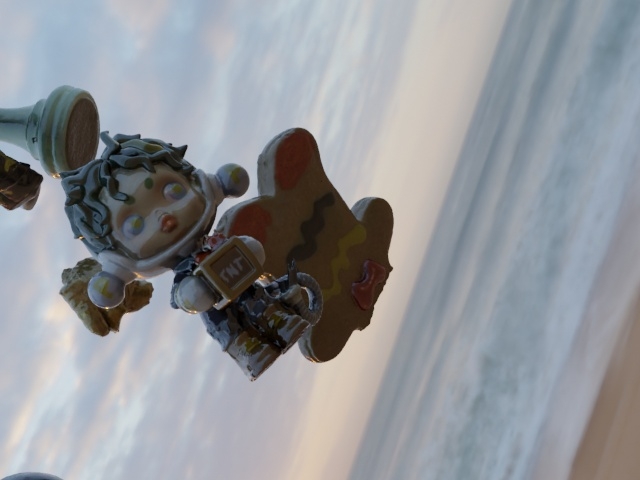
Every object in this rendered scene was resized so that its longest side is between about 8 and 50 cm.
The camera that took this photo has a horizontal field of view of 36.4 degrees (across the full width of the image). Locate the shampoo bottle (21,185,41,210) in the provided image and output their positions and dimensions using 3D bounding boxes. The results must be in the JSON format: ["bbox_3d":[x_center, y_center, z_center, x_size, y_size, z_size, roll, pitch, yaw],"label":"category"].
[{"bbox_3d":[-0.686,-0.113,2.204,0.043,0.099,0.072,25,-97,-62],"label":"shampoo bottle"}]

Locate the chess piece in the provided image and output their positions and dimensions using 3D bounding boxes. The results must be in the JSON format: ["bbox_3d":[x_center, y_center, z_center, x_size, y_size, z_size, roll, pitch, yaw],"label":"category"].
[{"bbox_3d":[-0.627,-0.235,2.011,0.194,0.299,0.194,8,-90,-80],"label":"chess piece"}]

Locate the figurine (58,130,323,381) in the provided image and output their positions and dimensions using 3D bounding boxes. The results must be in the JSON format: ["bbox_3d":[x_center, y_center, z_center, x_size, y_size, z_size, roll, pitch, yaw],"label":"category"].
[{"bbox_3d":[-0.184,0.015,1.299,0.261,0.382,0.186,-41,-6,-30],"label":"figurine"}]

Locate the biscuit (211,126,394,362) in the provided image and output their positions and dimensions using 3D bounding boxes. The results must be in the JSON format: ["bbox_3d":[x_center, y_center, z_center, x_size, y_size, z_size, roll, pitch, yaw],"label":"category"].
[{"bbox_3d":[0.000,0.000,1.820,0.394,0.076,0.368,49,-124,-32],"label":"biscuit"}]

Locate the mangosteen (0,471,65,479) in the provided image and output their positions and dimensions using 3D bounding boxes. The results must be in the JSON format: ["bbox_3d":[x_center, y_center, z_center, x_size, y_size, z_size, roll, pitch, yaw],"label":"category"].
[{"bbox_3d":[-0.450,0.495,1.536,0.265,0.228,0.228,60,-147,-26],"label":"mangosteen"}]

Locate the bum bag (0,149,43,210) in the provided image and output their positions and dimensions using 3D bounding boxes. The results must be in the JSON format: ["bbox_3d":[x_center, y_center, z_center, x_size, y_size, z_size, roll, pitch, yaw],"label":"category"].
[{"bbox_3d":[-0.619,-0.131,1.829,0.106,0.060,0.232,-38,-33,5],"label":"bum bag"}]

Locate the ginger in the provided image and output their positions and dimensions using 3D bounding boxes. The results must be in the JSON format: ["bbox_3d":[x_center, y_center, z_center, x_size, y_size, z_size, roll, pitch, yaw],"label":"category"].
[{"bbox_3d":[-0.407,0.091,1.858,0.102,0.157,0.216,-52,-5,29],"label":"ginger"}]
